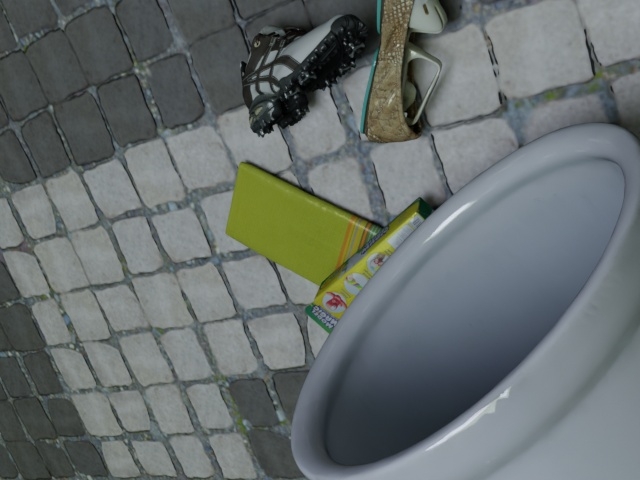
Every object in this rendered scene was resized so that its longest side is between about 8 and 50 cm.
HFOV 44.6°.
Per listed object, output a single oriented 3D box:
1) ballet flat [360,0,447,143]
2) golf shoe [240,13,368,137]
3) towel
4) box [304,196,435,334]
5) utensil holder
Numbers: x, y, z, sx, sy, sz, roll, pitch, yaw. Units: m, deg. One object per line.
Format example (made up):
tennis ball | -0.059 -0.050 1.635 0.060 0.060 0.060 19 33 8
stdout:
ballet flat | 0.081 -0.183 0.716 0.067 0.073 0.206 13 128 12
golf shoe | -0.031 -0.178 0.756 0.198 0.077 0.094 -31 81 54
towel | 0.000 0.000 0.881 0.237 0.021 0.102 27 121 18
box | 0.075 0.050 0.816 0.105 0.043 0.179 43 117 -10
utensil holder | 0.227 0.158 0.591 0.385 0.328 0.327 42 129 -11
